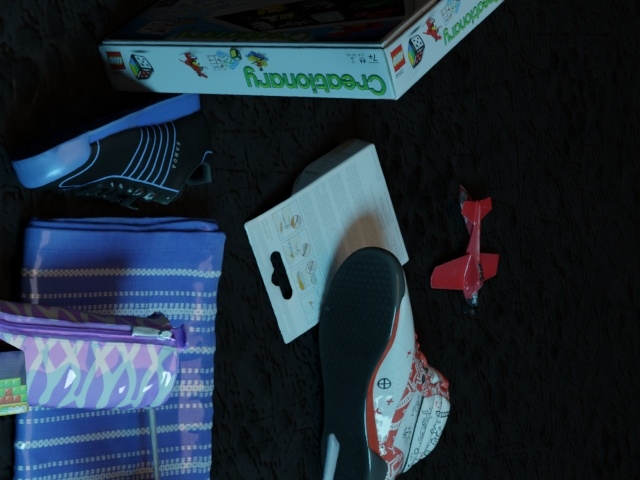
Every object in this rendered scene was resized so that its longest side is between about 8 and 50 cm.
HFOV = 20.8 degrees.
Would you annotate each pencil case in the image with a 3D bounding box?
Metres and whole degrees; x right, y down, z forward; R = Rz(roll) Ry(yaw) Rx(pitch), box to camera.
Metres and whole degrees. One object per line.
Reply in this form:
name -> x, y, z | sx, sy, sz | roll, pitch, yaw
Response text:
pencil case -> -0.209, 0.092, 1.414 | 0.206, 0.088, 0.086 | 5, 61, -35

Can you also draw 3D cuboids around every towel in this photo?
towel -> -0.174, 0.145, 1.545 | 0.243, 0.040, 0.336 | 1, 91, -52

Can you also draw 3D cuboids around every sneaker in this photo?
sneaker -> 0.072, 0.124, 1.811 | 0.145, 0.090, 0.270 | -18, 117, -52
sneaker -> -0.169, -0.065, 1.508 | 0.232, 0.081, 0.091 | -26, 105, -51

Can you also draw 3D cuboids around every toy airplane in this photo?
toy airplane -> 0.176, 0.011, 2.011 | 0.151, 0.028, 0.151 | -3, 93, -55

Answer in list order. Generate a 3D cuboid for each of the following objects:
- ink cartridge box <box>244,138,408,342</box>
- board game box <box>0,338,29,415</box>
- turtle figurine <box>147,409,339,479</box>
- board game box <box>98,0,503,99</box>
ink cartridge box -> 0.000, 0.000, 1.785 | 0.179, 0.045, 0.145 | -32, 118, -28
board game box -> -0.307, 0.098, 1.232 | 0.170, 0.141, 0.048 | -5, 95, -25
turtle figurine -> -0.075, 0.286, 1.495 | 0.275, 0.197, 0.266 | -74, 160, -46
board game box -> -0.018, -0.191, 1.520 | 0.193, 0.305, 0.053 | -44, 128, -42
